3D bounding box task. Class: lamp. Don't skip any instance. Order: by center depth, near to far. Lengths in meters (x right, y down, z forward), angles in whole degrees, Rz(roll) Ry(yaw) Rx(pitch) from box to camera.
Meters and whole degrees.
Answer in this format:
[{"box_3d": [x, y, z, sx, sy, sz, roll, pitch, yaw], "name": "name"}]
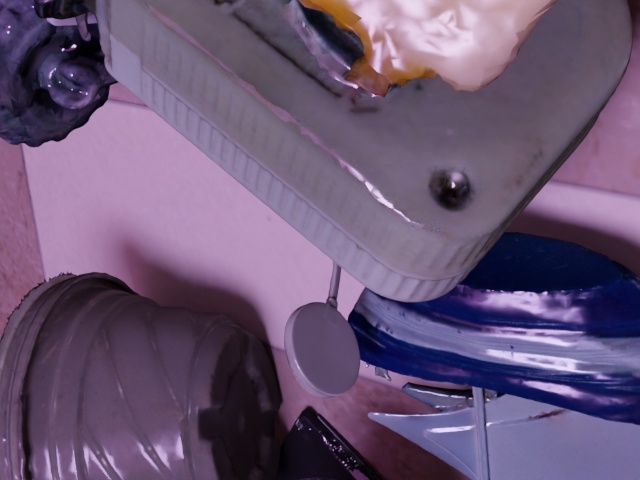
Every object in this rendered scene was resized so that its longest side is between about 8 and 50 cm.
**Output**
[{"box_3d": [0.000, 0.000, 0.646, 0.056, 0.198, 0.050, -23, 135, 38], "name": "lamp"}]

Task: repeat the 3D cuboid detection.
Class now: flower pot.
[{"box_3d": [-0.113, 0.131, 0.797, 0.141, 0.235, 0.235, -4, 109, 20], "name": "flower pot"}]

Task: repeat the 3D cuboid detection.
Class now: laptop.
[{"box_3d": [0.002, 0.221, 0.858, 0.129, 0.016, 0.180, 43, 134, 19], "name": "laptop"}]

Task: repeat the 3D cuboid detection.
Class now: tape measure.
[{"box_3d": [0.022, -0.112, 0.537, 0.235, 0.207, 0.115, 40, 158, 8], "name": "tape measure"}]

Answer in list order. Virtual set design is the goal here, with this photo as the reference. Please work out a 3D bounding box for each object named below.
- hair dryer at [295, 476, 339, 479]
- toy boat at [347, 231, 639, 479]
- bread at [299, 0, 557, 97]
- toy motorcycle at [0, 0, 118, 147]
[{"box_3d": [0.150, 0.253, 0.660, 0.361, 0.121, 0.301, -3, 136, 28], "name": "hair dryer"}, {"box_3d": [0.101, 0.112, 0.666, 0.210, 0.070, 0.291, 29, 135, 12], "name": "toy boat"}, {"box_3d": [0.032, -0.238, 0.377, 0.279, 0.279, 0.207, 38, 131, -3], "name": "bread"}, {"box_3d": [-0.086, -0.199, 0.641, 0.143, 0.188, 0.327, 40, 118, 34], "name": "toy motorcycle"}]
